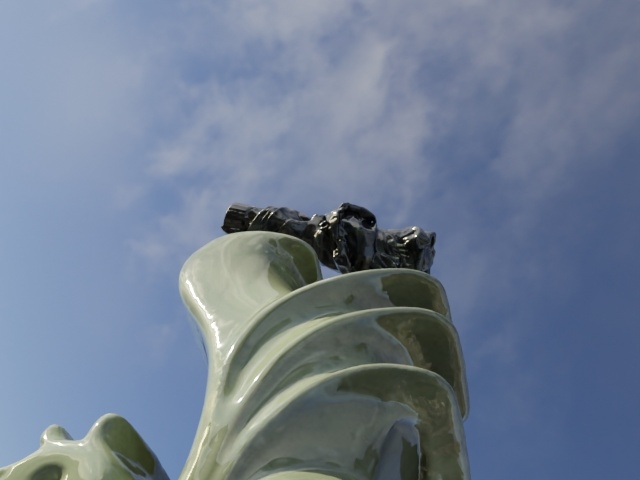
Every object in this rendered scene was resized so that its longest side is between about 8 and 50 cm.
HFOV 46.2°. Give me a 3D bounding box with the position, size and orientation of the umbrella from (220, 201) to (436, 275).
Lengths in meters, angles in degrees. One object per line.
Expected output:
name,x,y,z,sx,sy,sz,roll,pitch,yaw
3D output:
umbrella,0.000,-0.002,0.738,0.224,0.071,0.080,15,-97,26

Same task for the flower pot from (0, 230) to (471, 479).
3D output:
flower pot,-0.046,0.143,0.479,0.254,0.368,0.165,10,-45,31
